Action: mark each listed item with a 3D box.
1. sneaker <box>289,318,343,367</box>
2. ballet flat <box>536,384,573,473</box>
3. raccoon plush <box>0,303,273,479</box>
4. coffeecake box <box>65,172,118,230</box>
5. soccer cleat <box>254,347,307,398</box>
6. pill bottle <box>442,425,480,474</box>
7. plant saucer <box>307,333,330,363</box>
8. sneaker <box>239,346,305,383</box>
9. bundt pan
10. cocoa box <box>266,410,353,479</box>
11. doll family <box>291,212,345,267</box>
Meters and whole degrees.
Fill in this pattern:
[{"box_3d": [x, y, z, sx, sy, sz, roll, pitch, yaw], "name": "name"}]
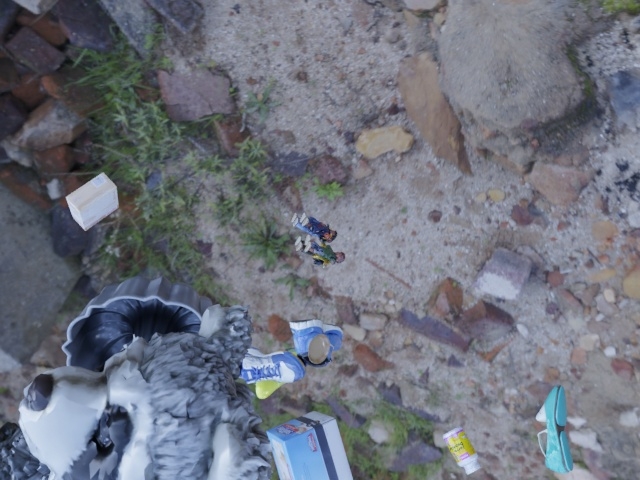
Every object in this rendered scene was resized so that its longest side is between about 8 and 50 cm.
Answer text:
[{"box_3d": [-0.014, 0.355, 1.867, 0.130, 0.330, 0.147, -7, 74, 21], "name": "sneaker"}, {"box_3d": [0.676, 0.547, 1.619, 0.087, 0.247, 0.083, -15, 153, 39], "name": "ballet flat"}, {"box_3d": [-0.115, 0.226, 0.525, 0.299, 0.446, 0.216, -32, 59, 7], "name": "raccoon plush"}, {"box_3d": [-0.750, -0.126, 1.833, 0.068, 0.142, 0.185, 46, 155, 2], "name": "coffeecake box"}, {"box_3d": [-0.128, 0.465, 1.967, 0.121, 0.289, 0.093, 1, 108, 28], "name": "soccer cleat"}, {"box_3d": [0.279, 0.412, 1.086, 0.043, 0.043, 0.083, -42, 63, 27], "name": "pill bottle"}, {"box_3d": [-0.008, 0.300, 1.536, 0.015, 0.083, 0.083, 8, 118, 45], "name": "plant saucer"}, {"box_3d": [-0.188, 0.430, 1.817, 0.296, 0.131, 0.111, -3, 105, 36], "name": "sneaker"}, {"box_3d": [-0.351, 0.206, 1.165, 0.331, 0.124, 0.330, -2, 123, -3], "name": "bundt pan"}, {"box_3d": [-0.034, 0.883, 2.158, 0.231, 0.228, 0.347, -20, 86, 66], "name": "cocoa box"}, {"box_3d": [0.000, 0.000, 1.223, 0.111, 0.193, 0.076, 22, 126, -24], "name": "doll family"}]
